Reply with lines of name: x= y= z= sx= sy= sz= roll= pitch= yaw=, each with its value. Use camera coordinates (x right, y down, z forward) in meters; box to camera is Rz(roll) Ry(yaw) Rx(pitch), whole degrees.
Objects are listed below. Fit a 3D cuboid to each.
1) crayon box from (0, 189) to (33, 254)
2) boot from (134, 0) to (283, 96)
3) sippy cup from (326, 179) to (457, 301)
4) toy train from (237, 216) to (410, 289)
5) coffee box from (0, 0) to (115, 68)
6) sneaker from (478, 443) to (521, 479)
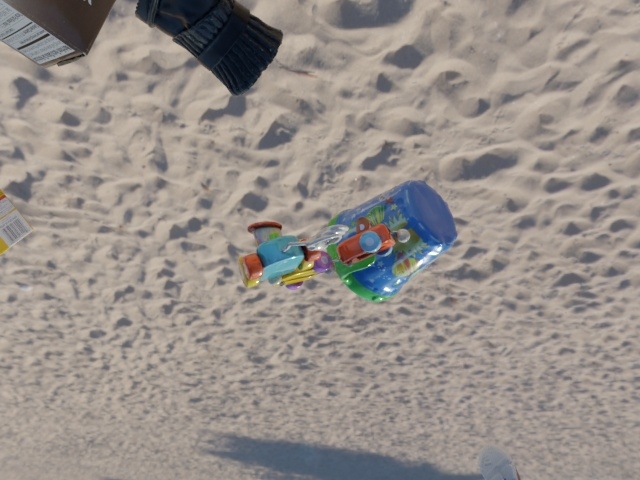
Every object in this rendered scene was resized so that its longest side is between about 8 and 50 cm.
crayon box: x=-0.581 y=0.000 z=0.659 sx=0.081 sy=0.278 sz=0.165 roll=-14 pitch=119 yaw=22
boot: x=-0.174 y=-0.438 z=0.845 sx=0.260 sy=0.131 sz=0.348 roll=36 pitch=154 yaw=-17
sippy cup: x=0.166 y=-0.012 z=1.027 sx=0.240 sy=0.305 sz=0.224 roll=35 pitch=133 yaw=-21
toy train: x=0.000 y=0.000 z=0.395 sx=0.125 sy=0.046 sz=0.166 roll=-27 pitch=165 yaw=19
coffee box: x=-0.258 y=-0.253 z=0.307 sx=0.098 sy=0.141 sz=0.246 roll=10 pitch=165 yaw=42
sneaker: x=0.273 y=0.369 z=0.652 sx=0.061 sy=0.158 sz=0.065 roll=-19 pitch=155 yaw=22
